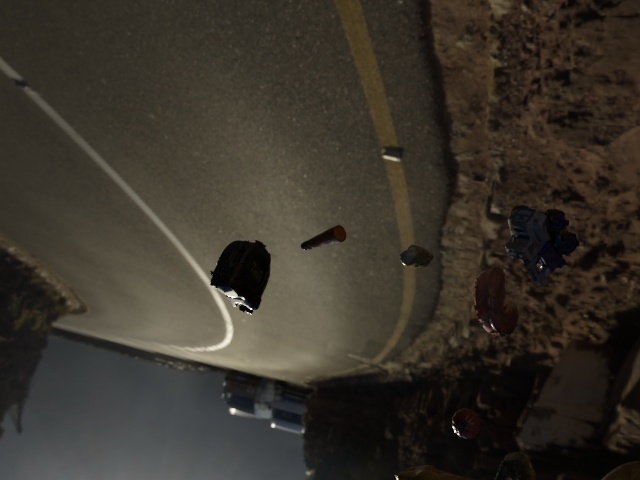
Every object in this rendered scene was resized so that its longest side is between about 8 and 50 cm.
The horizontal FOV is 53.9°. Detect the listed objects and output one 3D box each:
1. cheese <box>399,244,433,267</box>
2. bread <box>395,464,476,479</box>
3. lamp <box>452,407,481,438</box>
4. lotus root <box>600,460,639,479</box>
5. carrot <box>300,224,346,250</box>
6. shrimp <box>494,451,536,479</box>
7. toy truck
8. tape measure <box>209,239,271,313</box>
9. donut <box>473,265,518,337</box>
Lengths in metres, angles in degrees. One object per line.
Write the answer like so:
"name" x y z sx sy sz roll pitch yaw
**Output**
"cheese" 0.281 0.047 1.824 0.043 0.065 0.194 47 -166 22
"bread" 0.363 0.775 1.998 0.233 0.088 0.161 4 171 41
"lamp" 0.530 0.665 2.285 0.107 0.107 0.092 3 -177 38
"lotus root" 0.925 0.730 1.820 0.183 0.310 0.182 52 163 23
"carrot" 0.000 0.000 2.203 0.061 0.061 0.210 26 150 -34
"shrimp" 0.484 0.690 1.629 0.058 0.296 0.169 13 -171 -10
"toy truck" 0.625 0.008 1.839 0.213 0.177 0.161 51 161 -28
"tape measure" -0.223 0.092 1.828 0.112 0.186 0.199 12 154 27
"donut" 0.563 0.210 2.041 0.085 0.199 0.232 -11 108 35
